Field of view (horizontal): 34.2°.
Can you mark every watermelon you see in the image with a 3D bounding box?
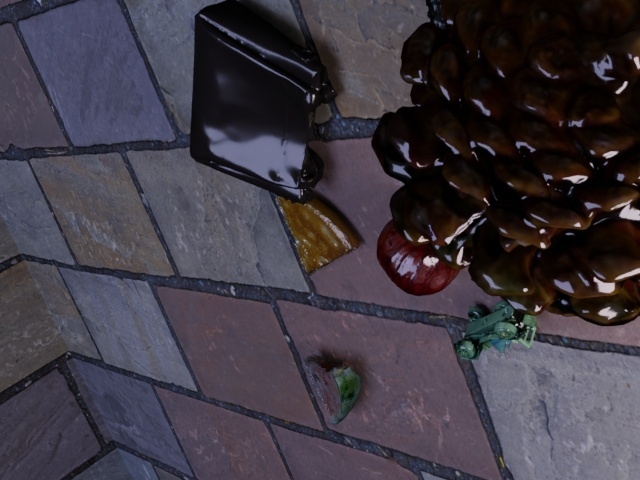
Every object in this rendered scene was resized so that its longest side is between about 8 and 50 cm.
[{"bbox_3d":[0.026,0.258,1.952,0.139,0.071,0.187,49,157,26],"label":"watermelon"}]

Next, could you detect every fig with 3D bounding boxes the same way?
[{"bbox_3d":[0.156,0.018,1.503,0.150,0.128,0.128,-3,115,44],"label":"fig"}]

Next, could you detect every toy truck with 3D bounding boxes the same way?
[{"bbox_3d":[0.263,0.129,1.505,0.078,0.080,0.154,32,150,-10],"label":"toy truck"}]

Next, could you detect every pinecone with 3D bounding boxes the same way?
[{"bbox_3d":[0.246,-0.102,1.036,0.397,0.397,0.398,35,142,32],"label":"pinecone"}]

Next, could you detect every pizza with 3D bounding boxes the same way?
[{"bbox_3d":[0.000,0.000,1.780,0.184,0.036,0.176,29,141,35],"label":"pizza"}]

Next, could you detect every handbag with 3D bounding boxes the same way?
[{"bbox_3d":[-0.093,-0.212,1.647,0.257,0.113,0.285,32,134,26],"label":"handbag"}]

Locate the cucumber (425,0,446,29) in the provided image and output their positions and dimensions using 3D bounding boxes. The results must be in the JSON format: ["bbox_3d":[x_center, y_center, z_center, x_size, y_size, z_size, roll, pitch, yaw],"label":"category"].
[{"bbox_3d":[0.159,-0.280,1.271,0.067,0.067,0.245,30,148,37],"label":"cucumber"}]
